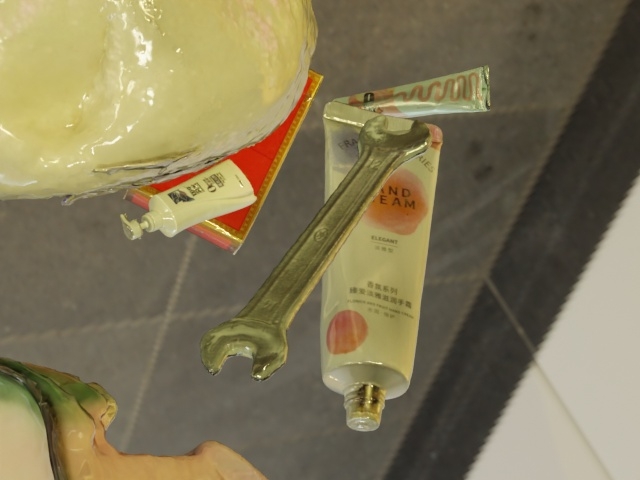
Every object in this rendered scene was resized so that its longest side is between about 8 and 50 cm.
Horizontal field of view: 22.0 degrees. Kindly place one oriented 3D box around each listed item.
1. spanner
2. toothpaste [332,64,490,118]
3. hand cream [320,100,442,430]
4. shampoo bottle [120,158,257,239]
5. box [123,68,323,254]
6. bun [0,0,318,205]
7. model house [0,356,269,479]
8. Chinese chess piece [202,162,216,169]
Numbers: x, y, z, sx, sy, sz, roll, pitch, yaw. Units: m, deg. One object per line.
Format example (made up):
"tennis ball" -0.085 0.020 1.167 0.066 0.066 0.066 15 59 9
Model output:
"spanner" 0.000 0.000 1.284 0.302 0.071 0.017 -55 149 -35
"toothpaste" 0.112 -0.172 2.015 0.205 0.056 0.036 -7 171 26
"hand cream" 0.052 0.019 1.545 0.124 0.341 0.078 12 150 -11
"shampoo bottle" -0.125 -0.031 1.523 0.141 0.049 0.034 -27 180 -37
"box" -0.115 -0.124 1.967 0.240 0.153 0.074 -65 -178 -17
"bun" -0.129 -0.110 0.822 0.272 0.273 0.168 -13 103 -23
"model house" -0.135 0.174 0.863 0.237 0.202 0.237 -35 154 24
"Chinese chess piece" -0.152 -0.186 1.512 0.104 0.257 0.257 -22 145 4
